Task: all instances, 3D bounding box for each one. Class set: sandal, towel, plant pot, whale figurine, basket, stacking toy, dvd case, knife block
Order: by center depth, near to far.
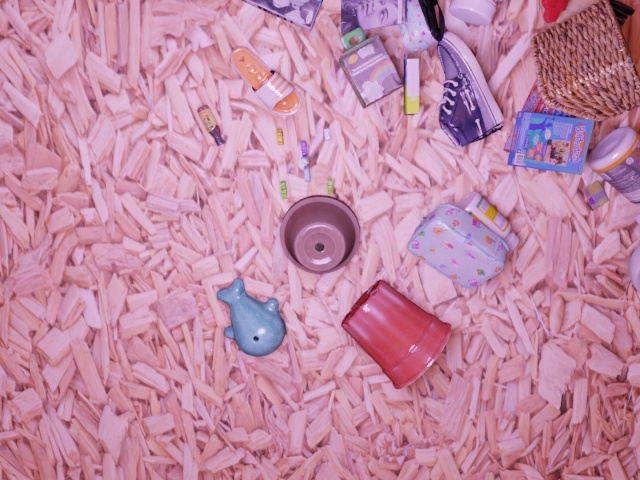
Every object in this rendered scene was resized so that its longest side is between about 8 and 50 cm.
[{"bbox_3d":[0.742,-0.468,1.433,0.223,0.298,0.214,-23,138,35],"label":"basket"},{"bbox_3d":[0.151,-0.701,1.492,0.222,0.018,0.164,8,104,37],"label":"dvd case"},{"bbox_3d":[0.787,-0.712,1.521,0.242,0.088,0.275,-19,101,3],"label":"knife block"},{"bbox_3d":[-0.175,-0.484,1.574,0.265,0.076,0.102,41,99,-8],"label":"sandal"},{"bbox_3d":[0.000,0.000,1.597,0.264,0.229,0.262,0,102,-1],"label":"plant pot"},{"bbox_3d":[-0.048,-0.248,1.632,0.167,0.052,0.220,-4,99,3],"label":"stacking toy"},{"bbox_3d":[0.228,0.282,1.651,0.265,0.272,0.272,42,99,1],"label":"plant pot"},{"bbox_3d":[0.895,-0.149,1.676,0.060,0.009,0.083,-34,100,6],"label":"towel"},{"bbox_3d":[-0.232,0.260,1.693,0.216,0.141,0.271,-32,99,7],"label":"whale figurine"}]

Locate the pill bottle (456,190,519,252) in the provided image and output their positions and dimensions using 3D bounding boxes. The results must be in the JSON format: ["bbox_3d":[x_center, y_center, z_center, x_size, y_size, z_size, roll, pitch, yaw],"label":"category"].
[{"bbox_3d":[0.529,-0.049,1.642,0.208,0.117,0.117,41,99,-8],"label":"pill bottle"}]

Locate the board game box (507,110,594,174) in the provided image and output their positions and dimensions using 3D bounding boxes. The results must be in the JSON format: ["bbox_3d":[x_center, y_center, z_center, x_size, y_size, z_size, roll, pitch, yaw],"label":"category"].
[{"bbox_3d":[0.667,-0.283,1.498,0.211,0.047,0.159,8,102,-2],"label":"board game box"}]

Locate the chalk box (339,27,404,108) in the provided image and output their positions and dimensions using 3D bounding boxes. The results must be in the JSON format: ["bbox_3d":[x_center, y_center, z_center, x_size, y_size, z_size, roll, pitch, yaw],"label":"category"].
[{"bbox_3d":[0.138,-0.522,1.540,0.133,0.132,0.212,-27,99,6],"label":"chalk box"}]

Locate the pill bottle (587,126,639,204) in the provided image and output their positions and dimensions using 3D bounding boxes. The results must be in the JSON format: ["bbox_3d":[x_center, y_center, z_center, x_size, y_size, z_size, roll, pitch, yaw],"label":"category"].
[{"bbox_3d":[0.984,-0.208,1.586,0.279,0.162,0.162,37,99,-7],"label":"pill bottle"}]

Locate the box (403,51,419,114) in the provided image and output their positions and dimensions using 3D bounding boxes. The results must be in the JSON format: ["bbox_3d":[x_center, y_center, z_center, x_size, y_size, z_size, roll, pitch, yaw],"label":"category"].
[{"bbox_3d":[0.274,-0.473,1.559,0.043,0.109,0.178,-1,102,4],"label":"box"}]

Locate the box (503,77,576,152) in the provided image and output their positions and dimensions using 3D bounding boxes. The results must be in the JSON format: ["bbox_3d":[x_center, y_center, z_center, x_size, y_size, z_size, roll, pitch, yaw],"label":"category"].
[{"bbox_3d":[0.685,-0.369,1.570,0.123,0.128,0.256,21,100,-6],"label":"box"}]

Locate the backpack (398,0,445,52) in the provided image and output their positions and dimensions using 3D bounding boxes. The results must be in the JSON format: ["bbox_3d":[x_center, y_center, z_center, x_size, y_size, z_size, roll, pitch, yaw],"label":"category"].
[{"bbox_3d":[0.284,-0.643,1.498,0.115,0.152,0.181,-20,82,38],"label":"backpack"}]

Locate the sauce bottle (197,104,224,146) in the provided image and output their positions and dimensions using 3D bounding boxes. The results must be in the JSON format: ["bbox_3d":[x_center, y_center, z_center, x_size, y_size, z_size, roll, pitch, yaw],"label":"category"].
[{"bbox_3d":[-0.341,-0.359,1.617,0.042,0.042,0.128,-27,99,5],"label":"sauce bottle"}]

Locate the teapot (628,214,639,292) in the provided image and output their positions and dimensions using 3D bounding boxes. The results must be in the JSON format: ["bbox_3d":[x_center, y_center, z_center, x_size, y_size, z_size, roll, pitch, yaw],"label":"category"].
[{"bbox_3d":[1.116,0.068,1.640,0.253,0.187,0.255,9,129,17],"label":"teapot"}]

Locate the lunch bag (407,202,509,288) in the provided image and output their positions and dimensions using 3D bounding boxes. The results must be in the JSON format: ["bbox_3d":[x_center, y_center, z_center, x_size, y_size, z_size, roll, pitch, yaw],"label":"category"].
[{"bbox_3d":[0.421,0.020,1.613,0.279,0.224,0.107,35,56,-1],"label":"lunch bag"}]

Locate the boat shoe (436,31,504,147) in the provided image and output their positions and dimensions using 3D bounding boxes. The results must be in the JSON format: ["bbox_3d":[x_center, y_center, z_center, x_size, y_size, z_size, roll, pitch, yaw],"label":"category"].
[{"bbox_3d":[0.409,-0.442,1.554,0.158,0.127,0.340,-34,100,-1],"label":"boat shoe"}]

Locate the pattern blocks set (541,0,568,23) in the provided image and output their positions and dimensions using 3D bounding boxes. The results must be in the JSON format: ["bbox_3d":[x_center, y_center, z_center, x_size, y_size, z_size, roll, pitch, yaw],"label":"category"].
[{"bbox_3d":[0.652,-0.805,1.407,0.286,0.026,0.324,34,94,-25],"label":"pattern blocks set"}]

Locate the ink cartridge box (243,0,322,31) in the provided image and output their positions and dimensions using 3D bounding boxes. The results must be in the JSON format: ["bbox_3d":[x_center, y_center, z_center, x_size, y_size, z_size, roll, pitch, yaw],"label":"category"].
[{"bbox_3d":[-0.149,-0.768,1.524,0.333,0.065,0.165,22,101,-3],"label":"ink cartridge box"}]

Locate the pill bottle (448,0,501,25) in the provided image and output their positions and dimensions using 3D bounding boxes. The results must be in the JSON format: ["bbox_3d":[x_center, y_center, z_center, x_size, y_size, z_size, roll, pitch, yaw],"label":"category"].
[{"bbox_3d":[0.483,-0.793,1.459,0.177,0.176,0.318,19,101,-4],"label":"pill bottle"}]
